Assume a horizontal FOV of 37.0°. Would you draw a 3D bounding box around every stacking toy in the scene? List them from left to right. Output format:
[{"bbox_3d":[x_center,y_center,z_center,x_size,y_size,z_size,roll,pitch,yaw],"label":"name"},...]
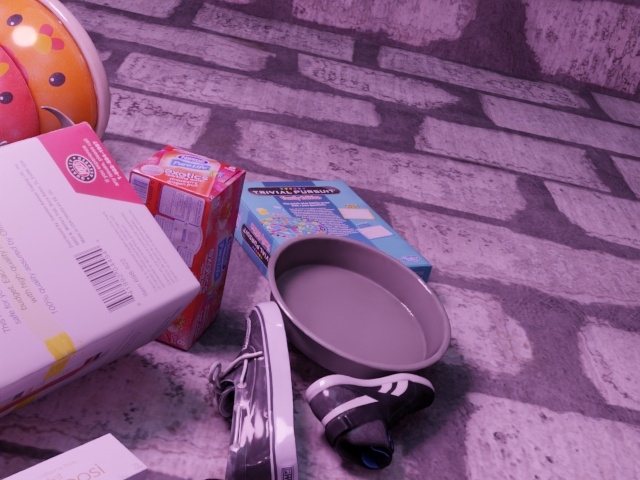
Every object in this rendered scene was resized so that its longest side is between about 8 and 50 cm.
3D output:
[{"bbox_3d":[-0.638,-0.217,1.664,0.351,0.350,0.480,25,45,23],"label":"stacking toy"}]

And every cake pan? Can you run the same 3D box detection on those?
[{"bbox_3d":[0.051,0.102,1.417,0.293,0.054,0.293,19,32,-12],"label":"cake pan"}]

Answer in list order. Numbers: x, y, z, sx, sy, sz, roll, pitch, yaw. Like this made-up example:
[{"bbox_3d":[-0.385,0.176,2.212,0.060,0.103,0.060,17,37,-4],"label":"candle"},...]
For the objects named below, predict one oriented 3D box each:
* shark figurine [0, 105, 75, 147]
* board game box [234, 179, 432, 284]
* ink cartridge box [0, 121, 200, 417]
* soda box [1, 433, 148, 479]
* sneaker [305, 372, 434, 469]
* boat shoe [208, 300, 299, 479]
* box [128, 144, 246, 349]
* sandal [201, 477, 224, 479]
[{"bbox_3d":[-0.496,-0.114,1.638,0.116,0.278,0.166,64,9,12],"label":"shark figurine"},{"bbox_3d":[0.000,0.000,1.702,0.254,0.079,0.336,-2,30,-29],"label":"board game box"},{"bbox_3d":[-0.387,0.050,1.151,0.385,0.160,0.279,-26,77,-44],"label":"ink cartridge box"},{"bbox_3d":[-0.289,0.283,1.001,0.074,0.069,0.216,31,31,32],"label":"soda box"},{"bbox_3d":[0.084,0.246,1.270,0.217,0.079,0.121,6,45,-39],"label":"sneaker"},{"bbox_3d":[-0.092,0.194,1.238,0.105,0.113,0.306,-3,42,-5],"label":"boat shoe"},{"bbox_3d":[-0.205,0.010,1.377,0.128,0.256,0.122,19,28,12],"label":"box"},{"bbox_3d":[-0.224,0.343,0.856,0.107,0.167,0.446,0,7,36],"label":"sandal"}]
